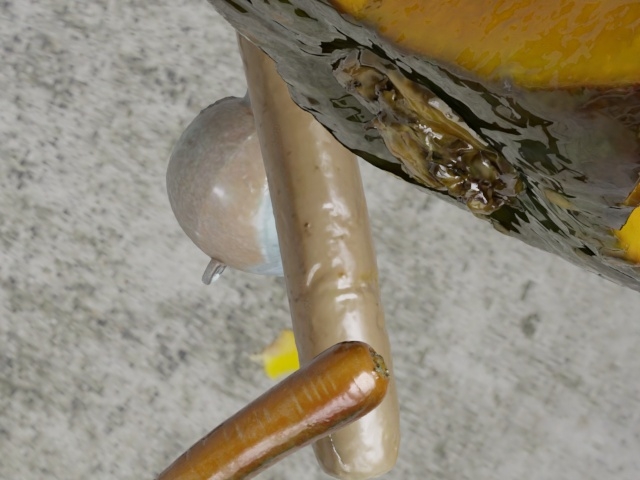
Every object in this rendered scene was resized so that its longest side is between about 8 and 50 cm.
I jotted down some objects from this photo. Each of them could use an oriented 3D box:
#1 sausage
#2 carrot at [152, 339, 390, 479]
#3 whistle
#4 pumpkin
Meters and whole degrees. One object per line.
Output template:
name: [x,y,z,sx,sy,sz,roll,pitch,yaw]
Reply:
sausage: [0.000,-0.001,0.922,0.066,0.066,0.301,-11,88,-31]
carrot: [-0.047,0.109,0.726,0.190,0.037,0.037,-35,126,11]
whistle: [-0.017,-0.102,1.355,0.189,0.189,0.347,17,106,-37]
pumpkin: [0.058,-0.075,0.652,0.095,0.290,0.258,-53,150,-9]
